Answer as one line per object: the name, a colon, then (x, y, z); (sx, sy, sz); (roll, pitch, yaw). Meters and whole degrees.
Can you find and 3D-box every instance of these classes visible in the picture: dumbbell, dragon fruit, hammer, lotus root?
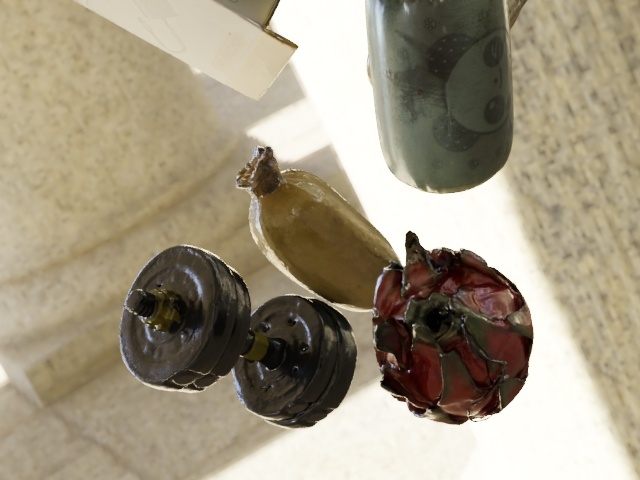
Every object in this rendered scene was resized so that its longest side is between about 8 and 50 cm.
dumbbell: (-0.104, 0.132, 1.766); (0.185, 0.388, 0.185); (-18, 61, 36)
dragon fruit: (0.141, 0.104, 1.483); (0.274, 0.193, 0.192); (61, -132, -79)
hammer: (0.136, -0.185, 1.112); (0.113, 0.202, 0.305); (12, 38, 24)
lotus root: (-0.002, 0.001, 1.857); (0.131, 0.303, 0.146); (-46, 20, 8)

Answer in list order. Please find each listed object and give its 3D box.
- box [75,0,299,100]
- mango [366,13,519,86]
box: (-0.132, -0.188, 0.958); (0.033, 0.247, 0.129); (-64, 10, -19)
mango: (0.148, -0.234, 1.542); (0.219, 0.112, 0.145); (-37, -15, -13)
